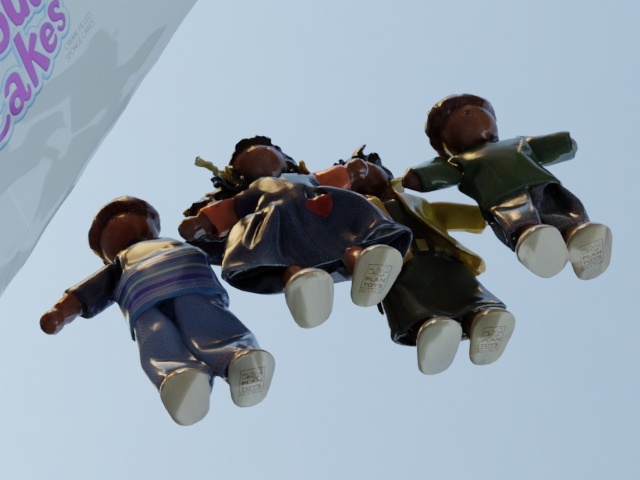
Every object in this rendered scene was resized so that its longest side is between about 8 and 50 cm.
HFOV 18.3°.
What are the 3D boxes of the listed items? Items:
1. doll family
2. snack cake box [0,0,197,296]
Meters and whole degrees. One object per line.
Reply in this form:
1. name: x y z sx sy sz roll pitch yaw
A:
1. doll family: 0.000 0.000 0.680 0.111 0.193 0.076 -124 -144 -47
2. snack cake box: -0.185 -0.087 0.632 0.264 0.152 0.089 12 -38 25
